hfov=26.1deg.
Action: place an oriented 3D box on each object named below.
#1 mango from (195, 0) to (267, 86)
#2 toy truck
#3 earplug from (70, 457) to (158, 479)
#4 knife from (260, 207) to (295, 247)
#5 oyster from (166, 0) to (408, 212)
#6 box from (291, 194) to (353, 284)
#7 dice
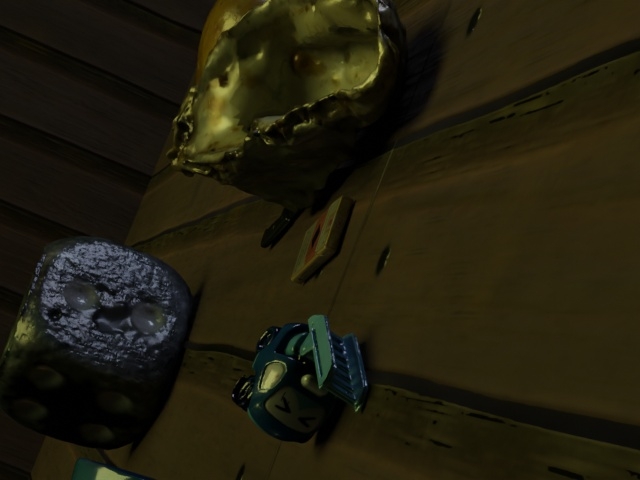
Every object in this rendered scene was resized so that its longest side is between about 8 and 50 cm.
[{"bbox_3d":[-0.056,-0.151,1.296,0.262,0.130,0.167,136,146,-76],"label":"mango"},{"bbox_3d":[-0.004,0.081,0.819,0.090,0.056,0.073,-22,39,56],"label":"toy truck"},{"bbox_3d":[-0.121,0.276,0.804,0.132,0.132,0.272,157,131,-73],"label":"earplug"},{"bbox_3d":[-0.020,-0.030,1.193,0.170,0.010,0.023,137,147,-59],"label":"knife"},{"bbox_3d":[-0.019,-0.105,1.081,0.341,0.110,0.166,-41,40,52],"label":"oyster"},{"bbox_3d":[0.000,0.000,1.037,0.083,0.012,0.046,134,157,-64],"label":"box"},{"bbox_3d":[-0.258,0.116,1.562,0.182,0.183,0.181,126,161,-50],"label":"dice"}]
